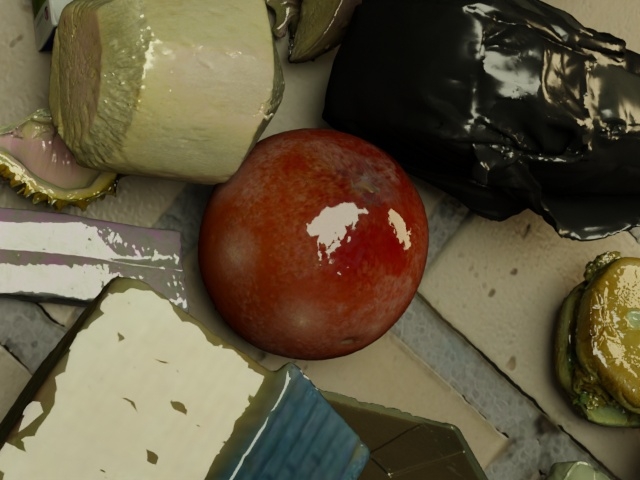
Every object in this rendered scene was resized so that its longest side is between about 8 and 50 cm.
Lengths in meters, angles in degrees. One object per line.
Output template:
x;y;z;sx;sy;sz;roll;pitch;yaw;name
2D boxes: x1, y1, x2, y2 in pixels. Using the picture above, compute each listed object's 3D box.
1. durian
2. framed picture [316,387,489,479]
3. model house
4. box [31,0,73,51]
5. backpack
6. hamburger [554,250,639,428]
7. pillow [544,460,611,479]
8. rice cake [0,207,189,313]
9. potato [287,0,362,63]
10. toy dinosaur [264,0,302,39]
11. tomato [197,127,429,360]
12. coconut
-0.319;-0.091;1.808;0.224;0.078;0.140;-9;83;-26;durian
0.085;0.249;1.799;0.281;0.209;0.019;19;116;-32;framed picture
-0.177;0.278;1.616;0.343;0.382;0.334;34;70;-8;model house
-0.242;-0.379;1.889;0.200;0.106;0.299;-4;80;-21;box
0.240;-0.143;1.889;0.446;0.363;0.254;13;91;-27;backpack
0.378;0.122;1.995;0.189;0.122;0.215;11;71;-25;hamburger
0.351;0.441;1.911;0.322;0.120;0.255;38;71;-11;pillow
-0.294;0.023;1.810;0.298;0.050;0.106;6;77;-18;rice cake
0.033;-0.282;1.956;0.100;0.089;0.172;34;62;-48;potato
-0.062;-0.375;1.988;0.200;0.072;0.251;21;59;-25;toy dinosaur
0.000;0.000;1.817;0.265;0.265;0.265;4;76;-19;tomato
-0.153;-0.176;1.745;0.244;0.239;0.239;1;78;-27;coconut
